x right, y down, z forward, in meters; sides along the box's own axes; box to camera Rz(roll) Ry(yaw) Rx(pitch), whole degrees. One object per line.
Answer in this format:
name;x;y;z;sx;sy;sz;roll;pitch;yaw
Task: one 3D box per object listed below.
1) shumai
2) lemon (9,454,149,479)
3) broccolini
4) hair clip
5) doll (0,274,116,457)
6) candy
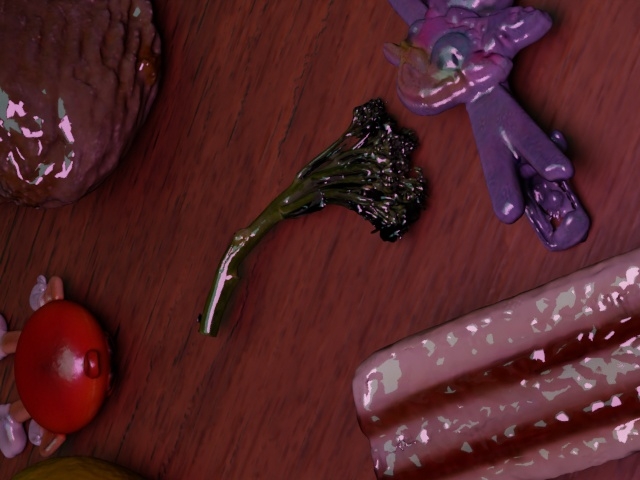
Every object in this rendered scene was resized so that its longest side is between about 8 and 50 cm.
shumai;-0.297;-0.153;1.298;0.283;0.217;0.346;-54;46;53
lemon;-0.221;0.289;1.184;0.248;0.184;0.184;26;101;47
broccolini;-0.006;0.005;1.135;0.271;0.062;0.123;-47;50;15
hair clip;0.138;-0.124;1.038;0.137;0.090;0.278;-33;71;17
doll;-0.268;0.122;1.281;0.217;0.085;0.183;-23;72;47
candy;0.193;0.096;0.939;0.321;0.179;0.135;-22;78;30
